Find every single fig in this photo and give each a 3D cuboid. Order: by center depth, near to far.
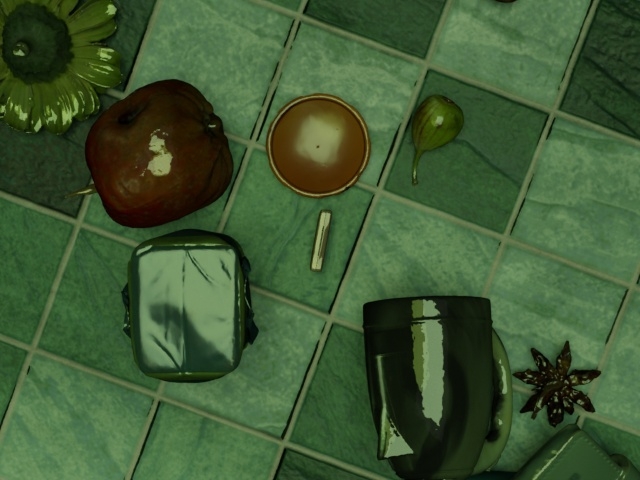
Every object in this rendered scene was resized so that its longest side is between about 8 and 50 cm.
[{"bbox_3d":[0.192,-0.183,1.880,0.093,0.093,0.166,32,93,0],"label":"fig"}]

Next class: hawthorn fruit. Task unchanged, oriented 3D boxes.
[{"bbox_3d":[-0.279,-0.146,1.816,0.258,0.258,0.262,47,128,-1],"label":"hawthorn fruit"}]

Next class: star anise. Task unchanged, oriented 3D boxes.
[{"bbox_3d":[0.433,0.263,1.907,0.168,0.057,0.168,1,85,-7],"label":"star anise"}]

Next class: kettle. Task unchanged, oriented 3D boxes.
[{"bbox_3d":[0.221,0.269,1.826,0.321,0.228,0.324,6,79,-39],"label":"kettle"}]

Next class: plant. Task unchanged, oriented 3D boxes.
[{"bbox_3d":[-0.521,-0.327,1.838,0.261,0.297,0.306,-22,109,31],"label":"plant"}]

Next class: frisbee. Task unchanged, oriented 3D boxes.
[{"bbox_3d":[-0.004,-0.172,1.907,0.192,0.035,0.192,0,92,0],"label":"frisbee"}]

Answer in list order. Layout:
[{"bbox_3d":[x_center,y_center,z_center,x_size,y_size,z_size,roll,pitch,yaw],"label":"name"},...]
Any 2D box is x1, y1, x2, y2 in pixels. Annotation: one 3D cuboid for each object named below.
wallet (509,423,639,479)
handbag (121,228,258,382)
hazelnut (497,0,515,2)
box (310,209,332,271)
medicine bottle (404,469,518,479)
[{"bbox_3d":[0.480,0.499,1.859,0.252,0.083,0.360,-47,110,-4],"label":"wallet"},{"bbox_3d":[-0.220,0.110,1.817,0.222,0.241,0.263,-6,93,1],"label":"handbag"},{"bbox_3d":[0.330,-0.471,1.880,0.086,0.086,0.086,0,92,1],"label":"hazelnut"},{"bbox_3d":[0.000,0.000,1.907,0.025,0.048,0.115,10,93,-4],"label":"box"},{"bbox_3d":[0.289,0.455,1.896,0.258,0.124,0.079,7,92,-11],"label":"medicine bottle"}]
